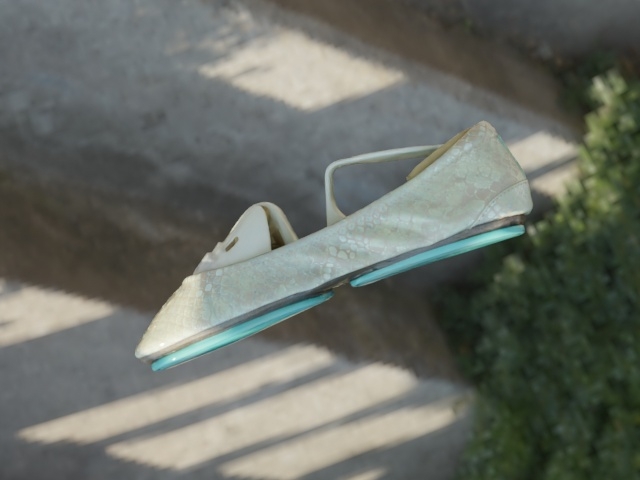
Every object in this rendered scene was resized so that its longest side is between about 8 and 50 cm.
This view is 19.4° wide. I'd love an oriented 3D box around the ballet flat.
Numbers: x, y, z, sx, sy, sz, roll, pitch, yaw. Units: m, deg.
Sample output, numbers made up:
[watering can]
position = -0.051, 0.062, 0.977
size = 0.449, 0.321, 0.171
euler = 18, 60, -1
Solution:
[ballet flat]
position = 0.000, 0.000, 0.736
size = 0.168, 0.052, 0.057
euler = -21, 176, 6
